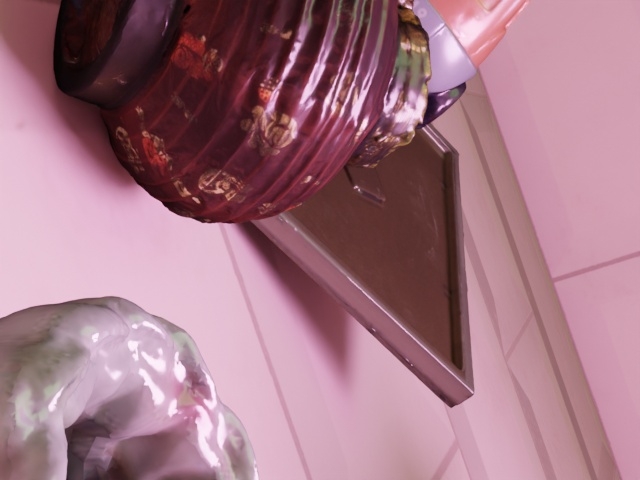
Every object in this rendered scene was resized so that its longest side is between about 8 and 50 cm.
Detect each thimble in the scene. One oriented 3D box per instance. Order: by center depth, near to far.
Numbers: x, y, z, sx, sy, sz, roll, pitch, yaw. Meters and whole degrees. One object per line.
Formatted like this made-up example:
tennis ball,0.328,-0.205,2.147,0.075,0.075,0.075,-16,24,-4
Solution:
thimble,-0.109,0.130,0.366,0.211,0.149,0.185,-81,150,-55

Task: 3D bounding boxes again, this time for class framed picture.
framed picture,0.033,-0.081,1.067,0.326,0.028,0.446,44,27,-20

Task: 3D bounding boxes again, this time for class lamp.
lamp,-0.044,-0.127,0.696,0.247,0.247,0.247,-19,90,-73

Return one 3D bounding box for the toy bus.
toy bus,0.100,-0.252,1.059,0.194,0.232,0.287,47,3,-8
